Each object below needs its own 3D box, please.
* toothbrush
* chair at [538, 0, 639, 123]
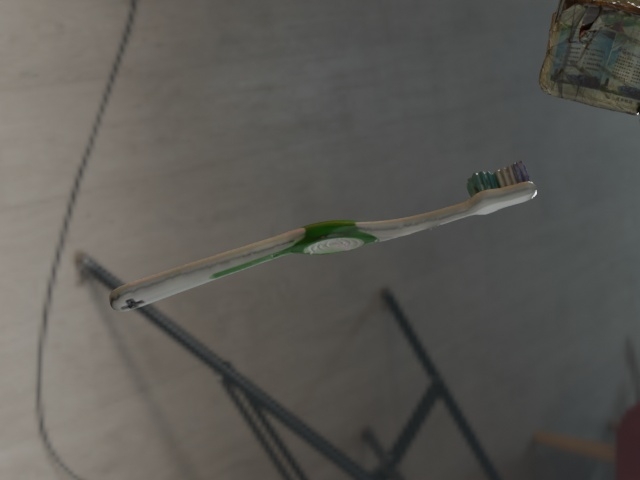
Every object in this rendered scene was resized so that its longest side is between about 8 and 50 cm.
[{"bbox_3d":[0.000,0.002,1.013,0.030,0.303,0.030,-17,90,-90],"label":"toothbrush"},{"bbox_3d":[0.314,-0.195,1.583,0.136,0.147,0.270,98,6,-48],"label":"chair"}]
